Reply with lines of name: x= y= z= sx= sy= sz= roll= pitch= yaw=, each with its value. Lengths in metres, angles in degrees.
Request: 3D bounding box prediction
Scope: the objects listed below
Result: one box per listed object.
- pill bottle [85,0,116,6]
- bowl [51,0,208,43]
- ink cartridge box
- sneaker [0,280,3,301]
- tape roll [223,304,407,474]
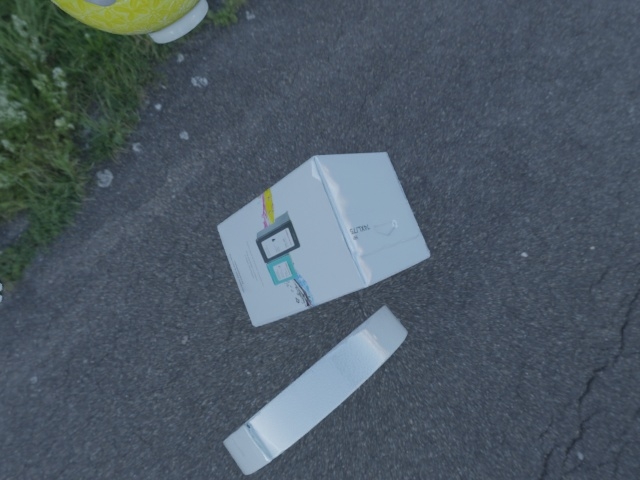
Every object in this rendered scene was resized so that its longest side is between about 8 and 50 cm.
pill bottle: x=-0.244 y=-0.259 z=0.297 sx=0.186 sy=0.112 sz=0.112 roll=13 pitch=83 yaw=-15
bowl: x=-0.268 y=-0.417 z=0.654 sx=0.289 sy=0.156 sz=0.290 roll=-13 pitch=54 yaw=18
ink cartridge box: x=0.000 y=0.000 z=0.706 sx=0.270 sy=0.198 sz=0.198 roll=-27 pitch=83 yaw=42
sneaker: x=-0.665 y=-0.014 z=0.736 sx=0.110 sy=0.118 sz=0.293 roll=1 pitch=102 yaw=49
tape roll: x=-0.003 y=0.270 z=0.776 sx=0.392 sy=0.392 sz=0.072 roll=-40 pitch=78 yaw=-1
